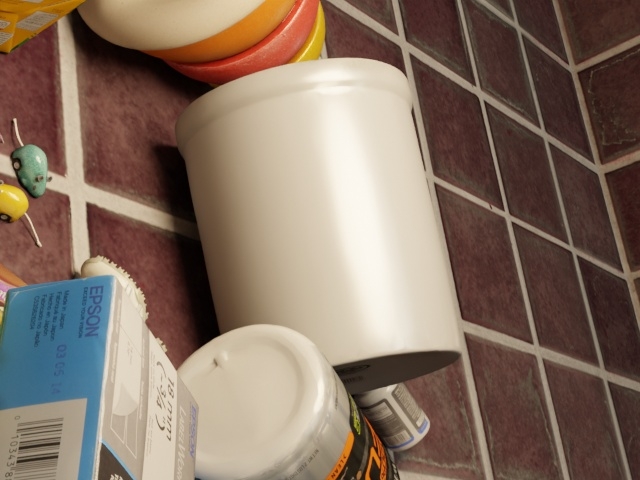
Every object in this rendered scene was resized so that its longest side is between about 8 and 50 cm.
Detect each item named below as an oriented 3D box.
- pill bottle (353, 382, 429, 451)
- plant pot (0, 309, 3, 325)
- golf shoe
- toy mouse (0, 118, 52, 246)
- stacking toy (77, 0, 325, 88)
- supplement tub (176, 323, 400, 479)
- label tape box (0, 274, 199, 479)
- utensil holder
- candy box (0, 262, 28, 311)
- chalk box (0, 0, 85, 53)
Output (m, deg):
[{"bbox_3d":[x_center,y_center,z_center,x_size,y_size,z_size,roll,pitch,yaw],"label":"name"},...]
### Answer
[{"bbox_3d":[0.099,0.245,1.793,0.137,0.078,0.078,56,33,-18],"label":"pill bottle"},{"bbox_3d":[-0.360,0.128,1.039,0.239,0.254,0.254,46,34,-54],"label":"plant pot"},{"bbox_3d":[-0.243,0.105,1.385,0.086,0.069,0.176,-32,96,-53],"label":"golf shoe"},{"bbox_3d":[-0.359,-0.095,1.371,0.161,0.031,0.143,41,39,-35],"label":"toy mouse"},{"bbox_3d":[-0.106,-0.312,1.717,0.480,0.351,0.350,52,30,-55],"label":"stacking toy"},{"bbox_3d":[-0.030,0.266,1.366,0.338,0.207,0.207,59,27,-46],"label":"supplement tub"},{"bbox_3d":[-0.175,0.223,1.034,0.333,0.106,0.240,69,15,-50],"label":"label tape box"},{"bbox_3d":[0.000,0.000,1.575,0.327,0.328,0.385,11,63,-54],"label":"utensil holder"},{"bbox_3d":[-0.363,0.071,1.234,0.187,0.053,0.109,45,37,-29],"label":"candy box"},{"bbox_3d":[-0.404,-0.391,1.364,0.180,0.179,0.289,2,67,-55],"label":"chalk box"}]
